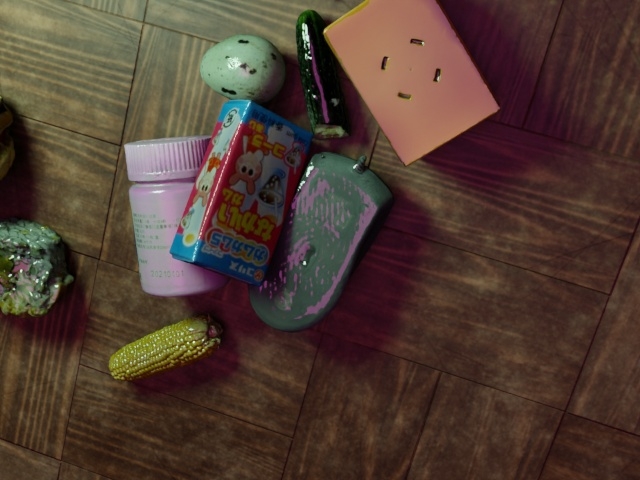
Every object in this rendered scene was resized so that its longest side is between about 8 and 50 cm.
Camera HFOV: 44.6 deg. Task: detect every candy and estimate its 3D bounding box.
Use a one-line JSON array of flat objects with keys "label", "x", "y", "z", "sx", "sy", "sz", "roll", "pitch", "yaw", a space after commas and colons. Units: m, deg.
[{"label": "candy", "x": -0.140, "y": -0.084, "z": 1.417, "sx": 0.157, "sy": 0.100, "sz": 0.306, "roll": 24, "pitch": 84, "yaw": -36}]

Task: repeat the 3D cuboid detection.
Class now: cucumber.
[{"label": "cucumber", "x": -0.002, "y": -0.302, "z": 1.438, "sx": 0.074, "sy": 0.074, "sz": 0.241, "roll": -11, "pitch": 98, "yaw": 14}]

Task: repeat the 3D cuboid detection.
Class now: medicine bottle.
[{"label": "medicine bottle", "x": -0.272, "y": -0.051, "z": 1.497, "sx": 0.178, "sy": 0.178, "sz": 0.290, "roll": -3, "pitch": 102, "yaw": 13}]

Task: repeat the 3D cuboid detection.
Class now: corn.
[{"label": "corn", "x": -0.322, "y": 0.227, "z": 1.620, "sx": 0.260, "sy": 0.091, "sz": 0.091, "roll": -21, "pitch": 80, "yaw": 20}]

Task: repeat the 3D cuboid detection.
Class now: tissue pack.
[{"label": "tissue pack", "x": 0.162, "y": -0.298, "z": 1.366, "sx": 0.194, "sy": 0.145, "sz": 0.274, "roll": -30, "pitch": 95, "yaw": 15}]

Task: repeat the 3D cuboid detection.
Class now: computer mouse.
[{"label": "computer mouse", "x": 0.000, "y": 0.000, "z": 1.482, "sx": 0.188, "sy": 0.122, "sz": 0.371, "roll": 32, "pitch": 103, "yaw": 11}]

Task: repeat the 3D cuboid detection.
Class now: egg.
[{"label": "egg", "x": -0.144, "y": -0.311, "z": 1.437, "sx": 0.164, "sy": 0.131, "sz": 0.131, "roll": 3, "pitch": 104, "yaw": 25}]

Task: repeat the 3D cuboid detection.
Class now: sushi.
[{"label": "sushi", "x": -0.651, "y": 0.050, "z": 1.620, "sx": 0.274, "sy": 0.139, "sz": 0.184, "roll": 17, "pitch": 104, "yaw": 1}]

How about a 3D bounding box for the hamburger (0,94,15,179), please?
[{"label": "hamburger", "x": -0.726, "y": -0.189, "z": 1.544, "sx": 0.244, "sy": 0.244, "sz": 0.163, "roll": 1, "pitch": 124, "yaw": 12}]
